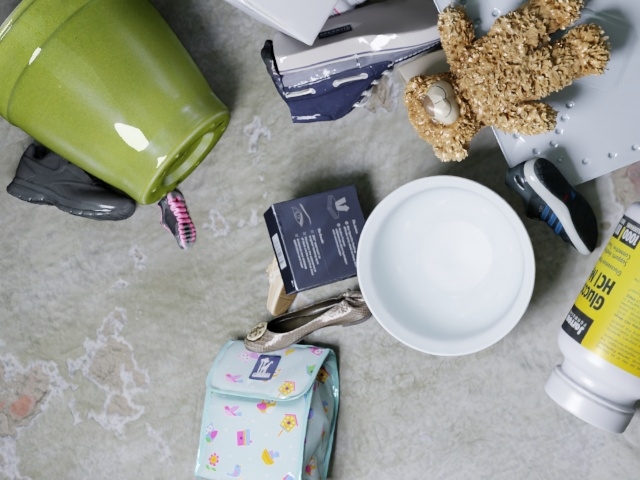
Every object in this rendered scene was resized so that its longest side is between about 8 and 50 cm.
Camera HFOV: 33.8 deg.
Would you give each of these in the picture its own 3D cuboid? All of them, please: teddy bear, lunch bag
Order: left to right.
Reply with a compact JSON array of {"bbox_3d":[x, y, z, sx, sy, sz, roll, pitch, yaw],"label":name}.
[{"bbox_3d":[-0.091,0.309,1.892,0.223,0.160,0.262,1,76,25],"label":"lunch bag"},{"bbox_3d":[0.280,-0.263,1.634,0.338,0.113,0.245,-14,104,18],"label":"teddy bear"}]

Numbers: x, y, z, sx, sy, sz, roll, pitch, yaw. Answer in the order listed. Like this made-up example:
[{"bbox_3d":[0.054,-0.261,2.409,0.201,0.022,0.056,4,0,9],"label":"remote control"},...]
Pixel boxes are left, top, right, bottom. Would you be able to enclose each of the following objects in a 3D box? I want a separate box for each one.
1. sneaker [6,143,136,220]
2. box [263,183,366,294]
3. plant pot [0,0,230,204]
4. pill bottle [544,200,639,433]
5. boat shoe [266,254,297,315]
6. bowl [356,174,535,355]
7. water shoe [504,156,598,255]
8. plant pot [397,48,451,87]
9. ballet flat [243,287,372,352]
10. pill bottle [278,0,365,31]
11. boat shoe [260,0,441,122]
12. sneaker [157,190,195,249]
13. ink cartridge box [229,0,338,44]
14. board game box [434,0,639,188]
[{"bbox_3d":[-0.486,-0.116,2.069,0.286,0.109,0.130,16,90,18],"label":"sneaker"},{"bbox_3d":[0.000,0.000,1.847,0.158,0.093,0.156,-15,84,-15],"label":"box"},{"bbox_3d":[-0.364,-0.264,1.910,0.353,0.366,0.366,42,105,4],"label":"plant pot"},{"bbox_3d":[0.491,0.123,1.643,0.188,0.188,0.334,30,101,18],"label":"pill bottle"},{"bbox_3d":[-0.068,0.053,1.933,0.059,0.063,0.170,23,98,31],"label":"boat shoe"},{"bbox_3d":[0.218,0.034,1.768,0.297,0.134,0.298,2,98,16],"label":"bowl"},{"bbox_3d":[0.381,-0.056,1.725,0.080,0.073,0.203,-12,125,48],"label":"water shoe"},{"bbox_3d":[0.205,-0.266,1.798,0.096,0.109,0.109,-35,78,6],"label":"plant pot"},{"bbox_3d":[-0.027,0.140,1.889,0.249,0.084,0.058,-17,123,13],"label":"ballet flat"},{"bbox_3d":[0.005,-0.408,1.879,0.160,0.087,0.087,-38,78,17],"label":"pill bottle"},{"bbox_3d":[0.077,-0.311,1.846,0.340,0.127,0.158,-10,132,6],"label":"boat shoe"},{"bbox_3d":[-0.281,-0.033,2.022,0.057,0.047,0.119,-25,74,26],"label":"sneaker"},{"bbox_3d":[-0.021,-0.544,1.756,0.385,0.160,0.279,-57,29,5],"label":"ink cartridge box"},{"bbox_3d":[0.432,-0.306,1.668,0.389,0.050,0.390,-22,104,20],"label":"board game box"}]
